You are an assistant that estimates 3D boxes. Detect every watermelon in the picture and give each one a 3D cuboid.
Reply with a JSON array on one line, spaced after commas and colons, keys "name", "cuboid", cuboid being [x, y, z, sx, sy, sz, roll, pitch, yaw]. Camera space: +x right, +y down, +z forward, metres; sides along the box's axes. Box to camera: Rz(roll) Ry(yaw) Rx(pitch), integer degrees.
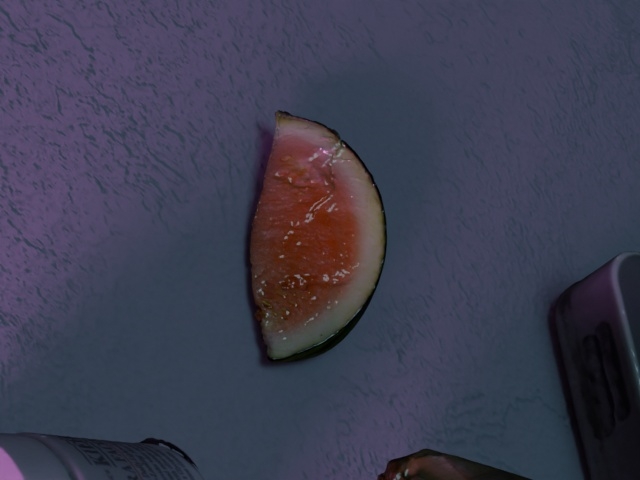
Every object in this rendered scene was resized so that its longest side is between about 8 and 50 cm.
[{"name": "watermelon", "cuboid": [-0.004, 0.002, 1.592, 0.119, 0.063, 0.245, 12, 59, -17]}]

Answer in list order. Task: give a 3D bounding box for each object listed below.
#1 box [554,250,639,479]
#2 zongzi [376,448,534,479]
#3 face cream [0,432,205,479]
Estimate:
[{"name": "box", "cuboid": [0.421, 0.221, 1.809, 0.396, 0.111, 0.396, 10, 59, -38]}, {"name": "zongzi", "cuboid": [0.296, 0.359, 1.337, 0.500, 0.218, 0.467, 24, 5, -26]}, {"name": "face cream", "cuboid": [-0.165, 0.211, 1.191, 0.153, 0.177, 0.177, 8, 58, -43]}]
